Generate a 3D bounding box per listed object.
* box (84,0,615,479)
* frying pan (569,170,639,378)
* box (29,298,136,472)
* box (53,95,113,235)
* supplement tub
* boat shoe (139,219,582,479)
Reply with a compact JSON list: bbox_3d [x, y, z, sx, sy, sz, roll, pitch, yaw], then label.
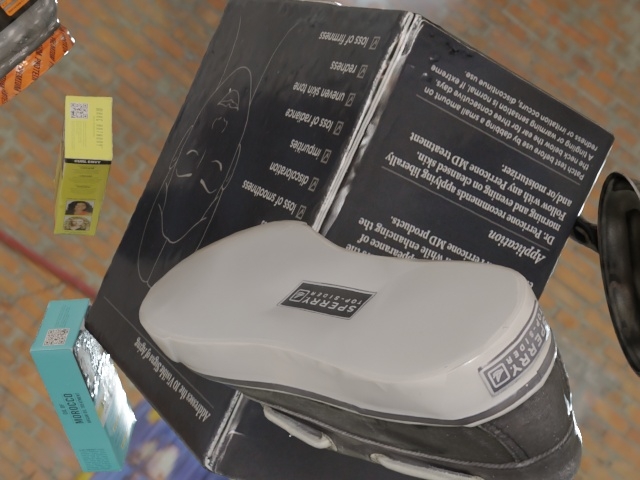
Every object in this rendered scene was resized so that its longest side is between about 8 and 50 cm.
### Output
[{"bbox_3d":[0.000,0.000,1.323,0.297,0.472,0.480,26,1,-28],"label":"box"},{"bbox_3d":[0.297,0.037,1.131,0.326,0.053,0.197,87,-5,-85],"label":"frying pan"},{"bbox_3d":[-0.322,0.203,1.588,0.060,0.100,0.244,-4,-51,10],"label":"box"},{"bbox_3d":[-0.296,-0.087,1.426,0.058,0.087,0.232,2,-21,-15],"label":"box"},{"bbox_3d":[-0.477,-0.335,1.490,0.316,0.193,0.193,53,-14,-20],"label":"supplement tub"},{"bbox_3d":[0.010,0.061,0.598,0.301,0.108,0.102,6,-49,52],"label":"boat shoe"}]
